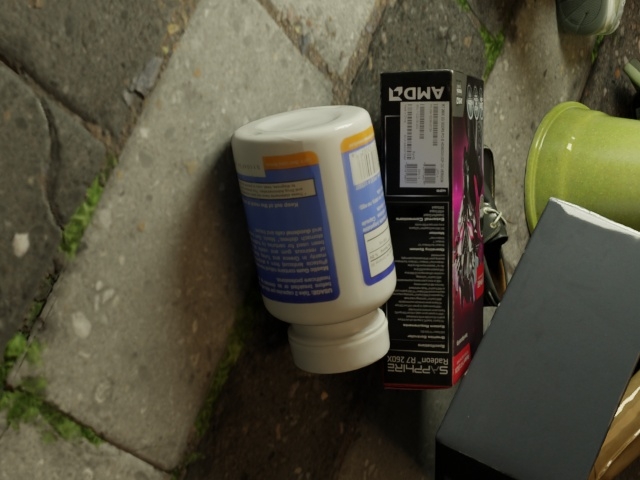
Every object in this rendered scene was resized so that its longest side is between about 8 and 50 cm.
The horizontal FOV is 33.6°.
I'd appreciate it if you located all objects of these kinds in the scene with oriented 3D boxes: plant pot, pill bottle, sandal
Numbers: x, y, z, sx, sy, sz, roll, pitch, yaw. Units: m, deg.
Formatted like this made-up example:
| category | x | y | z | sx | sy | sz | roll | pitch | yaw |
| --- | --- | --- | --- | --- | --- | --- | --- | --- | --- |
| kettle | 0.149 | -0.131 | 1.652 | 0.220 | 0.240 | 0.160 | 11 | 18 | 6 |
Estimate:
| category | x | y | z | sx | sy | sz | roll | pitch | yaw |
| --- | --- | --- | --- | --- | --- | --- | --- | --- | --- |
| plant pot | 0.496 | -0.082 | 1.642 | 0.276 | 0.254 | 0.275 | -5 | 97 | -48 |
| pill bottle | 0.000 | 0.000 | 1.157 | 0.152 | 0.152 | 0.271 | -27 | 114 | -44 |
| sandal | 0.589 | -0.215 | 1.865 | 0.086 | 0.120 | 0.303 | -47 | 135 | 9 |

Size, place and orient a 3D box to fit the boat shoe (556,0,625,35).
| category | x | y | z | sx | sy | sz | roll | pitch | yaw |
| --- | --- | --- | --- | --- | --- | --- | --- | --- | --- |
| boat shoe | 0.438 | -0.480 | 1.643 | 0.103 | 0.118 | 0.320 | -12 | 106 | -49 |

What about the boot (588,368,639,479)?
| category | x | y | z | sx | sy | sz | roll | pitch | yaw |
| --- | --- | --- | --- | --- | --- | --- | --- | --- | --- |
| boot | 0.433 | 0.278 | 1.626 | 0.269 | 0.089 | 0.236 | -38 | 134 | -19 |

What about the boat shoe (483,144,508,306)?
| category | x | y | z | sx | sy | sz | roll | pitch | yaw |
| --- | --- | --- | --- | --- | --- | --- | --- | --- | --- |
| boat shoe | 0.230 | -0.021 | 1.477 | 0.084 | 0.079 | 0.233 | -3 | 94 | -47 |

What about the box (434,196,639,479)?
| category | x | y | z | sx | sy | sz | roll | pitch | yaw |
| --- | --- | --- | --- | --- | --- | --- | --- | --- | --- |
| box | 0.296 | 0.173 | 1.373 | 0.343 | 0.179 | 0.312 | -62 | 166 | -17 |

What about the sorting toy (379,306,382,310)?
| category | x | y | z | sx | sy | sz | roll | pitch | yaw |
| --- | --- | --- | --- | --- | --- | --- | --- | --- | --- |
| sorting toy | 0.084 | 0.062 | 1.345 | 0.083 | 0.045 | 0.075 | 73 | 30 | -43 |

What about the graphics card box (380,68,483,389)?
| category | x | y | z | sx | sy | sz | roll | pitch | yaw |
| --- | --- | --- | --- | --- | --- | --- | --- | --- | --- |
| graphics card box | 0.142 | -0.020 | 1.305 | 0.233 | 0.094 | 0.370 | -15 | 104 | -71 |

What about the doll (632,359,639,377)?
| category | x | y | z | sx | sy | sz | roll | pitch | yaw |
| --- | --- | --- | --- | --- | --- | --- | --- | --- | --- |
| doll | 0.512 | 0.204 | 1.749 | 0.189 | 0.129 | 0.046 | -63 | 171 | 29 |
